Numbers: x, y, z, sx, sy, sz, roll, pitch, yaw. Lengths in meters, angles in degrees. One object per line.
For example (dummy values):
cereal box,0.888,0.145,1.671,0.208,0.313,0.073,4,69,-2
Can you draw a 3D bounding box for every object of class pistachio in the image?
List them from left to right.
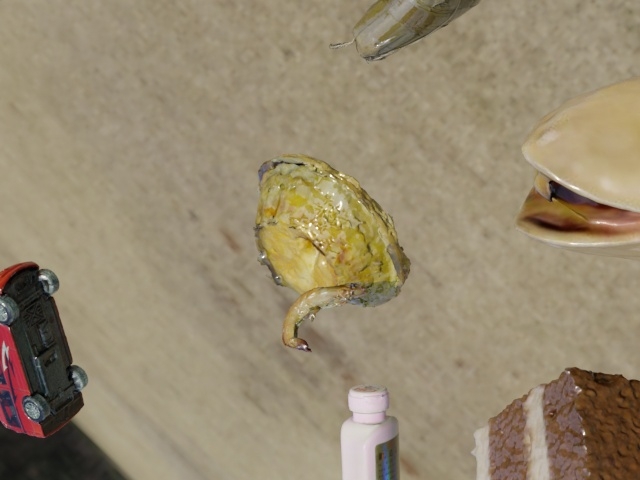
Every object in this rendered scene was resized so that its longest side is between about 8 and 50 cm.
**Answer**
pistachio,0.253,-0.049,1.019,0.157,0.230,0.157,172,90,-74

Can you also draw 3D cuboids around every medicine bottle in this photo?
medicine bottle,0.078,0.335,2.089,0.078,0.219,0.115,2,-171,30

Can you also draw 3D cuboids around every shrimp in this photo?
shrimp,0.003,0.080,1.414,0.114,0.083,0.023,-19,131,39

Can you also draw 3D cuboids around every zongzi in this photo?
zongzi,0.131,-0.299,1.876,0.178,0.189,0.081,1,-127,-58

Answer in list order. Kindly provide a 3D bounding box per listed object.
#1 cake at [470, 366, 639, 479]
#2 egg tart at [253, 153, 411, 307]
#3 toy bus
cake,0.195,0.180,0.972,0.135,0.134,0.147,20,137,-23
egg tart,0.000,0.001,1.505,0.213,0.090,0.212,28,144,22
toy bus,-0.330,0.117,1.501,0.089,0.081,0.195,3,117,32
